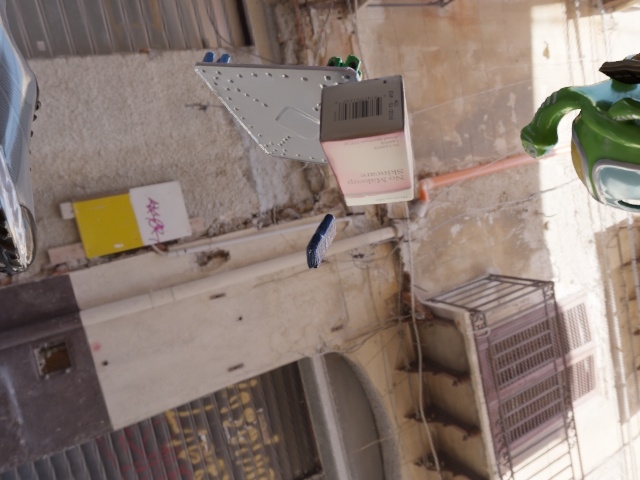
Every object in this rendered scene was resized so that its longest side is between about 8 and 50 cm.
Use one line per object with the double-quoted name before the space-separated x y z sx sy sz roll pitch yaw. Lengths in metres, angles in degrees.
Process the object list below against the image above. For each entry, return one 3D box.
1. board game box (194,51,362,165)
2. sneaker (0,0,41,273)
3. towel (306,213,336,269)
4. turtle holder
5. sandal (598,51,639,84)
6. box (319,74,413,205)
"board game box" -0.039 -0.298 1.011 0.389 0.051 0.390 13 -15 25
"sneaker" -0.294 -0.100 0.373 0.108 0.100 0.272 -45 135 -66
"towel" 0.000 0.000 0.899 0.029 0.119 0.067 13 -45 18
"turtle holder" 0.550 -0.170 0.745 0.244 0.319 0.228 -84 169 -45
"sandal" 0.503 -0.264 0.631 0.049 0.072 0.180 -63 -161 18
"box" 0.098 -0.180 0.811 0.232 0.148 0.127 57 32 -61
